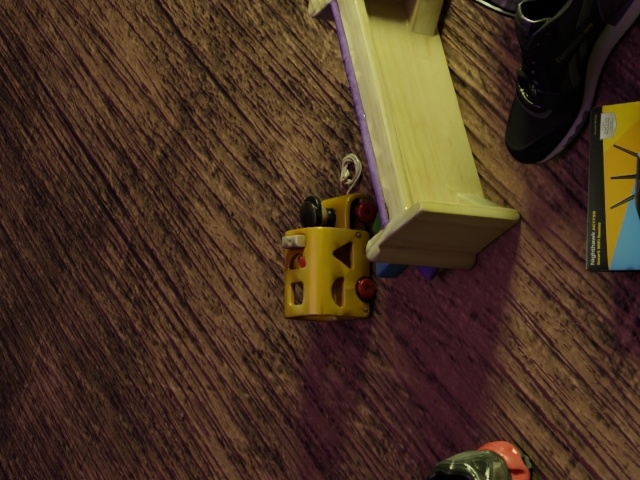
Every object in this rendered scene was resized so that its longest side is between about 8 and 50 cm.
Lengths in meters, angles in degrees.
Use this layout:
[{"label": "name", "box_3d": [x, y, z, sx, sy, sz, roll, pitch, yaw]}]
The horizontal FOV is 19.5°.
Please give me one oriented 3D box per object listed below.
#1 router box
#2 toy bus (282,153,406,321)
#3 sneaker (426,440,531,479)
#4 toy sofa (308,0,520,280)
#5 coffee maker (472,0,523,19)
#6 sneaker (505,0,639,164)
[{"label": "router box", "box_3d": [0.340, -0.056, 1.957, 0.133, 0.046, 0.179, -4, 83, 56]}, {"label": "toy bus", "box_3d": [0.003, 0.011, 2.394, 0.202, 0.104, 0.191, 57, 130, 42]}, {"label": "sneaker", "box_3d": [0.184, 0.356, 2.057, 0.098, 0.135, 0.276, -34, 60, 47]}, {"label": "toy sofa", "box_3d": [0.092, -0.139, 2.242, 0.177, 0.150, 0.362, -39, 55, 45]}, {"label": "coffee maker", "box_3d": [0.228, -0.362, 2.099, 0.178, 0.120, 0.171, -63, 39, 28]}, {"label": "sneaker", "box_3d": [0.248, -0.216, 2.044, 0.107, 0.124, 0.283, 54, 129, 45]}]
